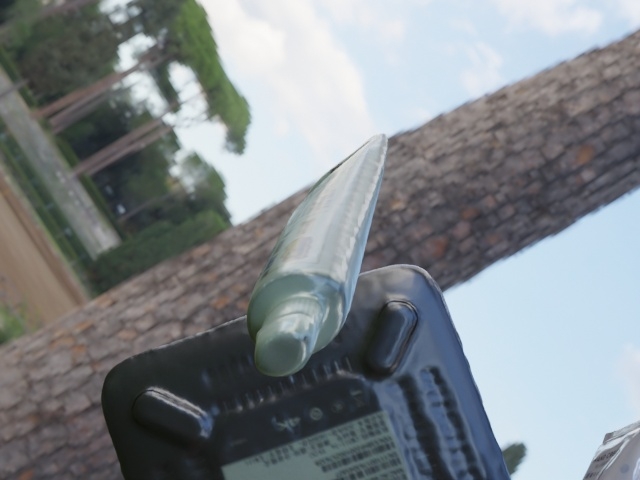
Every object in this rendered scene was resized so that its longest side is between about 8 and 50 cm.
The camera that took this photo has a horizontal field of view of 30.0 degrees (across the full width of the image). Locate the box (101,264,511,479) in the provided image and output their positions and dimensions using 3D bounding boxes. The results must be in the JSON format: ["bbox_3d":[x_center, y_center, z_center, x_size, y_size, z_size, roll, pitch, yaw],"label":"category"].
[{"bbox_3d":[-0.002,0.187,0.943,0.073,0.290,0.289,86,-15,-82],"label":"box"}]

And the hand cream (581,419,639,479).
[{"bbox_3d":[0.184,0.184,0.787,0.053,0.142,0.084,21,-21,-3],"label":"hand cream"}]

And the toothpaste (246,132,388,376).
[{"bbox_3d":[0.000,0.000,0.548,0.037,0.067,0.255,45,17,-10],"label":"toothpaste"}]
